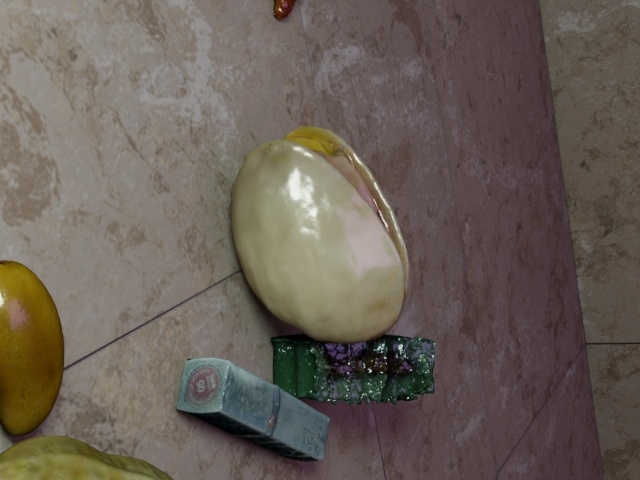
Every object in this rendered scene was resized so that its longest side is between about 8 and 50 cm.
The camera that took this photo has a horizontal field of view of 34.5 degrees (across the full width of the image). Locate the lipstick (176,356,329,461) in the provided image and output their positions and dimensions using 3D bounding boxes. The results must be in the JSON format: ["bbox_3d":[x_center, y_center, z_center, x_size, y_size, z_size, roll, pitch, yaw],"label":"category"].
[{"bbox_3d":[-0.080,0.234,1.391,0.289,0.077,0.076,39,53,-54],"label":"lipstick"}]

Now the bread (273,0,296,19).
[{"bbox_3d":[-0.063,-0.459,1.495,0.139,0.095,0.269,-65,144,-30],"label":"bread"}]

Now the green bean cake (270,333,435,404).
[{"bbox_3d":[0.047,0.188,1.513,0.208,0.193,0.107,10,83,-59],"label":"green bean cake"}]

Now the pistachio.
[{"bbox_3d":[0.000,0.000,1.414,0.230,0.230,0.309,-33,106,-57],"label":"pistachio"}]

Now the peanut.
[{"bbox_3d":[-0.245,0.275,1.031,0.305,0.147,0.147,37,55,-52],"label":"peanut"}]

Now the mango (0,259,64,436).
[{"bbox_3d":[-0.298,0.105,1.014,0.102,0.085,0.184,-45,131,-53],"label":"mango"}]
